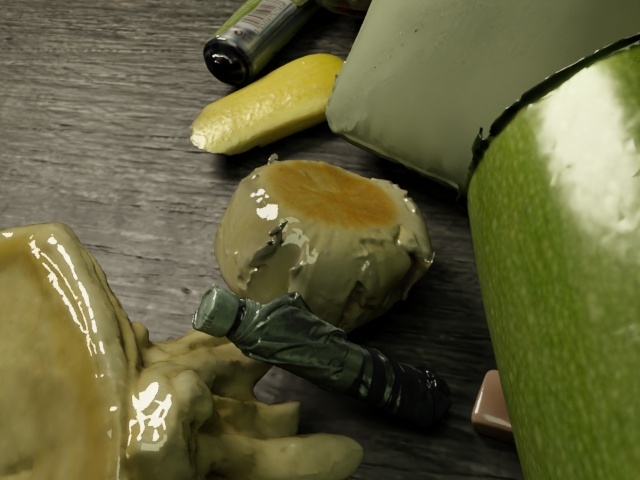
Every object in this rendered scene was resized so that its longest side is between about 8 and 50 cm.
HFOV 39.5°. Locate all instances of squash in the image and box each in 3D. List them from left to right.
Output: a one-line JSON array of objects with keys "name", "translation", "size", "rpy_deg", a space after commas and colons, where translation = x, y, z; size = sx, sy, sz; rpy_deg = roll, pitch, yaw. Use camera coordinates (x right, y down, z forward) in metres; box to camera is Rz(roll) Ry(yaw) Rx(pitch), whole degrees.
[{"name": "squash", "translation": [0.229, 0.091, 0.455], "size": [0.263, 0.263, 0.384], "rpy_deg": [-11, 57, 3]}]

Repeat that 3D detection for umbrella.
[{"name": "umbrella", "translation": [0.004, 0.076, 0.605], "size": [0.188, 0.046, 0.050], "rpy_deg": [25, 55, -18]}]

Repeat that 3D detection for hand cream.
[{"name": "hand cream", "translation": [-0.044, -0.233, 0.916], "size": [0.086, 0.055, 0.235], "rpy_deg": [16, 48, 21]}]

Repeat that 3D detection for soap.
[{"name": "soap", "translation": [-0.045, -0.128, 0.840], "size": [0.168, 0.033, 0.089], "rpy_deg": [-24, 46, -6]}]

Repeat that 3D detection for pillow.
[{"name": "pillow", "translation": [0.161, -0.189, 0.708], "size": [0.255, 0.120, 0.322], "rpy_deg": [28, 101, 20]}]

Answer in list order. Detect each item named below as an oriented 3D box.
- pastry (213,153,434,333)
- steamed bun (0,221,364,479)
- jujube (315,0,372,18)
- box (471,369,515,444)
[{"name": "pastry", "translation": [0.000, 0.000, 0.676], "size": [0.166, 0.088, 0.166], "rpy_deg": [13, 32, -9]}, {"name": "steamed bun", "translation": [-0.120, 0.155, 0.573], "size": [0.247, 0.189, 0.428], "rpy_deg": [-37, 50, 13]}, {"name": "jujube", "translation": [0.083, -0.366, 0.889], "size": [0.226, 0.226, 0.317], "rpy_deg": [17, 53, 23]}, {"name": "box", "translation": [0.164, 0.124, 0.611], "size": [0.115, 0.025, 0.048], "rpy_deg": [15, 59, 21]}]
